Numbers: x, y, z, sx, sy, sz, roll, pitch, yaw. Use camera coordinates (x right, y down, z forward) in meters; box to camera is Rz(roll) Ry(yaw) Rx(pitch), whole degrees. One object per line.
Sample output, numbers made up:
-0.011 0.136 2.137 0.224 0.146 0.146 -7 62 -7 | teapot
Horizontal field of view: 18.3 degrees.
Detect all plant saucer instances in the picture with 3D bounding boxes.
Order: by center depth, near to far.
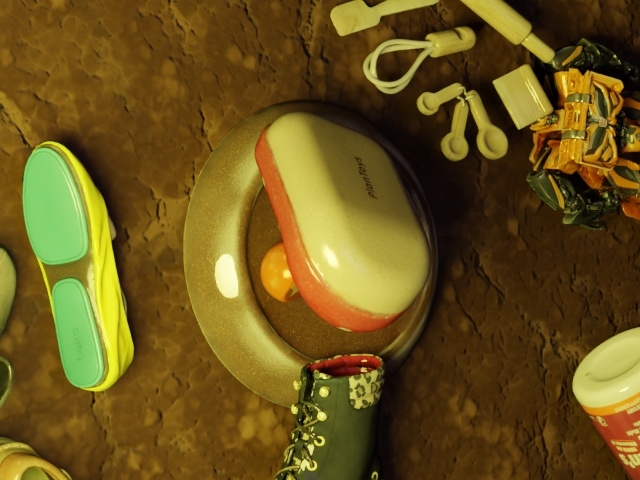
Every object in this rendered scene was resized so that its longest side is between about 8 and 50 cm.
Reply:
0.007 0.013 1.967 0.310 0.050 0.311 3 85 -35 | plant saucer

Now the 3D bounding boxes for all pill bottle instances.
0.379 0.212 2.176 0.121 0.121 0.221 -47 112 -29 | pill bottle

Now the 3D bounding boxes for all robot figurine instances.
0.348 -0.107 2.199 0.291 0.085 0.211 15 77 -35 | robot figurine

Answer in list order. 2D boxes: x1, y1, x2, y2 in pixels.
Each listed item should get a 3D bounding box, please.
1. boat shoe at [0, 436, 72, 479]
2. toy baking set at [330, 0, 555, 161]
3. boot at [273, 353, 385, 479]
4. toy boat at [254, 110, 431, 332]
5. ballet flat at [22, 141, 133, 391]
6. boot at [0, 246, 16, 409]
-0.220 0.321 1.732 0.122 0.120 0.324 -37 108 -32 | boat shoe
0.138 -0.195 2.061 0.256 0.030 0.197 41 57 -12 | toy baking set
-0.025 0.212 1.879 0.236 0.085 0.179 -13 112 -43 | boot
0.000 0.000 1.851 0.151 0.151 0.231 20 33 -33 | toy boat
-0.214 0.021 1.798 0.077 0.077 0.231 -20 102 -57 | ballet flat
-0.295 0.108 1.667 0.083 0.161 0.247 37 66 -29 | boot
